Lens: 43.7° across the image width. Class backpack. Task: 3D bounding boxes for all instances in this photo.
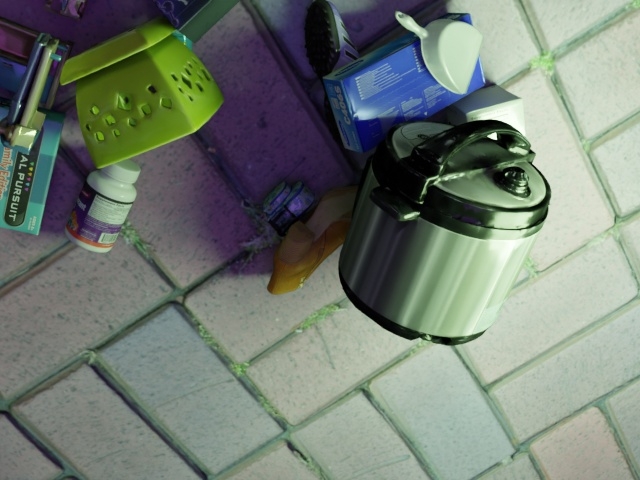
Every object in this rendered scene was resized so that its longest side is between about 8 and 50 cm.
[{"bbox_3d":[-0.073,-0.083,1.773,0.114,0.105,0.084,-41,106,10],"label":"backpack"}]

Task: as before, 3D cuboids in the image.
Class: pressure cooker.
[{"bbox_3d":[0.257,-0.050,1.600,0.375,0.370,0.420,16,123,-3],"label":"pressure cooker"}]

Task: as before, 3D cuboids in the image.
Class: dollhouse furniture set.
[{"bbox_3d":[-0.559,-0.348,1.423,0.198,0.303,0.286,19,109,-18],"label":"dollhouse furniture set"}]

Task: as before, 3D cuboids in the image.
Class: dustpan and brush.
[{"bbox_3d":[0.232,-0.404,1.608,0.211,0.060,0.147,29,75,-41],"label":"dustpan and brush"}]

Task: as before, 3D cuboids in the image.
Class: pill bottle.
[{"bbox_3d":[-0.455,-0.081,1.684,0.108,0.108,0.193,23,107,-21],"label":"pill bottle"}]

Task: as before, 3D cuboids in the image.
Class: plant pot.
[{"bbox_3d":[-0.347,-0.295,1.530,0.228,0.227,0.207,-19,111,16],"label":"plant pot"}]

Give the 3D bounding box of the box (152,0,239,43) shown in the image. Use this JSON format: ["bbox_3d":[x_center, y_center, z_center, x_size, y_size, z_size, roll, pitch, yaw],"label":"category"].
[{"bbox_3d":[-0.259,-0.502,1.490,0.153,0.108,0.207,-42,86,7],"label":"box"}]

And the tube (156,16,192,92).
[{"bbox_3d":[-0.292,-0.384,1.620,0.080,0.052,0.207,6,118,-2],"label":"tube"}]

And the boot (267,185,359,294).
[{"bbox_3d":[0.000,0.001,1.834,0.295,0.104,0.211,-30,157,-36],"label":"boot"}]

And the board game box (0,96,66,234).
[{"bbox_3d":[-0.710,-0.172,1.599,0.336,0.079,0.254,13,111,-18],"label":"board game box"}]

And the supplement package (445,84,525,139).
[{"bbox_3d":[0.378,-0.207,1.802,0.133,0.139,0.244,-16,116,-7],"label":"supplement package"}]

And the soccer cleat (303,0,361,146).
[{"bbox_3d":[0.054,-0.360,1.690,0.116,0.108,0.318,-28,116,-26],"label":"soccer cleat"}]

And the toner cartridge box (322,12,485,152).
[{"bbox_3d":[0.182,-0.334,1.669,0.347,0.075,0.165,-31,118,-22],"label":"toner cartridge box"}]
